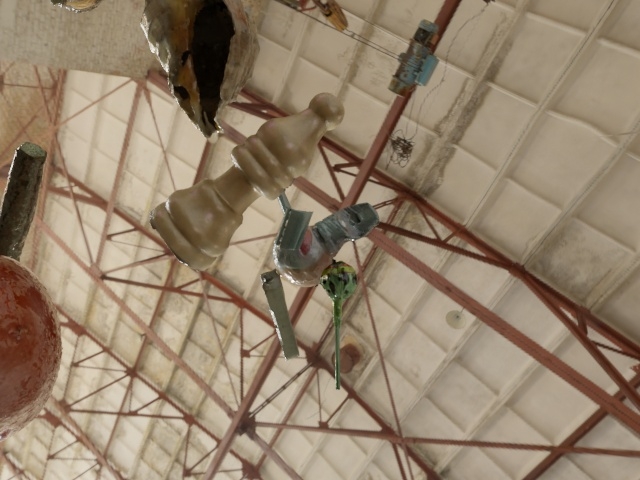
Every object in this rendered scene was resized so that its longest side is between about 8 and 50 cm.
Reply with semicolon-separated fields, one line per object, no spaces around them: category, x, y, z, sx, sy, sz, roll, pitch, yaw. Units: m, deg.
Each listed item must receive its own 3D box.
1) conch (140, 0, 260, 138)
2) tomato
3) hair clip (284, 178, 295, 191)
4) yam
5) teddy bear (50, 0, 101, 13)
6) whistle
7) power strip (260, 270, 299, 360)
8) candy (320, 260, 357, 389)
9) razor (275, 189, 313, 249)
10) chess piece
conch;-0.204;-0.369;0.823;0.263;0.186;0.324;-17;-83;58
tomato;-0.349;0.099;0.387;0.208;0.208;0.185;-29;-112;32
hair clip;-0.105;-0.264;1.324;0.069;0.300;0.173;16;-29;45
yam;-0.535;-0.040;0.761;0.061;0.061;0.274;37;-70;18
teddy bear;-0.496;-0.521;0.863;0.177;0.190;0.140;1;-79;-13
whistle;0.000;0.000;1.193;0.347;0.189;0.189;-34;-98;3
power strip;-0.100;0.201;1.105;0.048;0.080;0.286;-15;-57;-8
candy;0.048;0.200;1.050;0.091;0.083;0.306;-4;-107;11
razor;-0.090;-0.085;1.082;0.232;0.068;0.106;-117;-138;-51
chess piece;-0.088;-0.100;0.624;0.307;0.139;0.124;-41;-101;1
